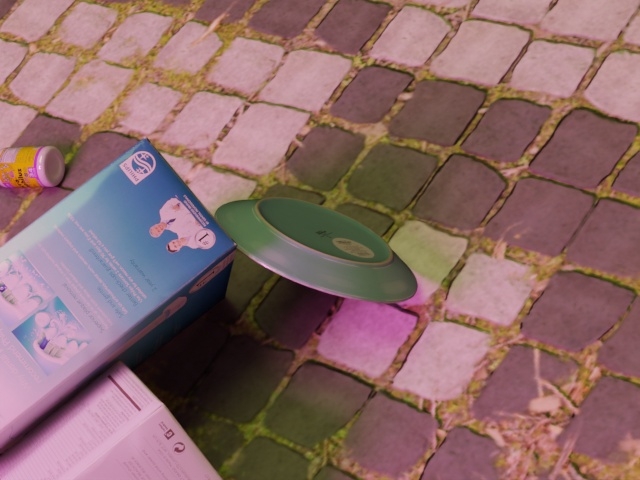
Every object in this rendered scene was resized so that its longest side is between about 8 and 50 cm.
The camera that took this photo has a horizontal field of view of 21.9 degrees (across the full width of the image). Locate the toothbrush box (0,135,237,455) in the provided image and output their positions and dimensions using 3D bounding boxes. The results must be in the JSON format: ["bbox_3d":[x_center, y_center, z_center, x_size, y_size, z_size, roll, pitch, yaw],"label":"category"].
[{"bbox_3d":[-0.225,0.072,1.409,0.295,0.216,0.126,-40,84,-12],"label":"toothbrush box"}]

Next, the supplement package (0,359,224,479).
[{"bbox_3d":[-0.200,0.234,1.309,0.244,0.134,0.139,-39,22,-9],"label":"supplement package"}]

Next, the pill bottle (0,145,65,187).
[{"bbox_3d":[-0.313,-0.077,1.733,0.083,0.043,0.043,0,51,27],"label":"pill bottle"}]

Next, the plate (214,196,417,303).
[{"bbox_3d":[0.000,0.000,1.428,0.188,0.188,0.024,38,114,43],"label":"plate"}]
